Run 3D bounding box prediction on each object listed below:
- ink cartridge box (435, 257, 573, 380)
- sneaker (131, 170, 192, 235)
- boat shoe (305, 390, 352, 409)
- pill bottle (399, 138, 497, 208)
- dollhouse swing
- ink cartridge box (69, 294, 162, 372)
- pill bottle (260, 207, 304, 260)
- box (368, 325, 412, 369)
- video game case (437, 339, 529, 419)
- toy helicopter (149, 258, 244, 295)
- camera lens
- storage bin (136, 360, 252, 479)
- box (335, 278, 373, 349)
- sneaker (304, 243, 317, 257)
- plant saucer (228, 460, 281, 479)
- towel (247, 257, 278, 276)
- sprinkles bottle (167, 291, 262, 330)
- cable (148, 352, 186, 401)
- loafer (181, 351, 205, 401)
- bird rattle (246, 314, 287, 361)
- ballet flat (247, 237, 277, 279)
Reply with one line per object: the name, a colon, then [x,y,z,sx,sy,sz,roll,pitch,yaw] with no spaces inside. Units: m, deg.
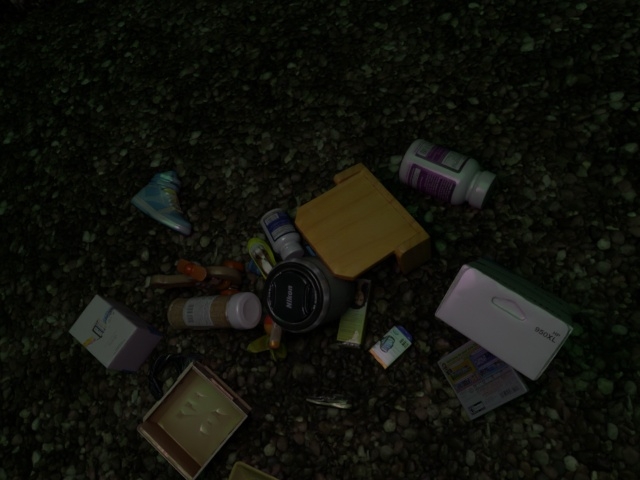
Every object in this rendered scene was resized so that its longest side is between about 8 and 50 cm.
ink cartridge box: [0.515,0.191,1.287,0.285,0.394,0.166,33,104,23]
sneaker: [-0.601,-0.165,1.871,0.318,0.127,0.208,31,81,22]
boat shoe: [0.030,0.512,1.496,0.152,0.056,0.049,7,66,7]
pill bottle: [0.439,-0.223,1.602,0.301,0.169,0.169,28,79,22]
dollhouse swing: [0.133,-0.015,1.521,0.304,0.315,0.347,-38,66,-2]
ink cartridge box: [-0.744,0.340,1.692,0.232,0.171,0.168,31,80,23]
pill bottle: [-0.136,-0.015,1.702,0.111,0.112,0.187,-30,66,2]
box: [0.234,0.345,1.518,0.136,0.028,0.081,-41,66,-6]
video game case: [0.473,0.398,1.373,0.212,0.023,0.194,-48,59,36]
toy helicopter: [-0.456,0.138,1.659,0.354,0.235,0.140,-5,69,13]
camera lens: [-0.031,0.159,1.446,0.219,0.274,0.220,0,91,25]
storage bin: [-0.407,0.575,1.512,0.260,0.123,0.262,40,84,8]
box: [0.117,0.246,1.568,0.087,0.058,0.233,5,72,17]
sneaker: [0.000,0.000,1.655,0.139,0.125,0.341,-13,65,14]
plant saucer: [-0.161,0.886,1.387,0.332,0.081,0.333,15,74,18]
towel: [-0.211,0.099,1.723,0.119,0.029,0.067,16,76,19]
sprinkles bottle: [-0.370,0.246,1.598,0.355,0.121,0.122,-8,67,34]
cable: [-0.550,0.494,1.652,0.150,0.047,0.185,0,71,15]
loafer: [-0.447,0.479,1.625,0.061,0.062,0.170,0,71,9]
bird rattle: [-0.142,0.274,1.555,0.142,0.207,0.254,18,79,-9]
ballet flat: [-0.205,0.067,1.674,0.077,0.077,0.231,-34,64,0]
